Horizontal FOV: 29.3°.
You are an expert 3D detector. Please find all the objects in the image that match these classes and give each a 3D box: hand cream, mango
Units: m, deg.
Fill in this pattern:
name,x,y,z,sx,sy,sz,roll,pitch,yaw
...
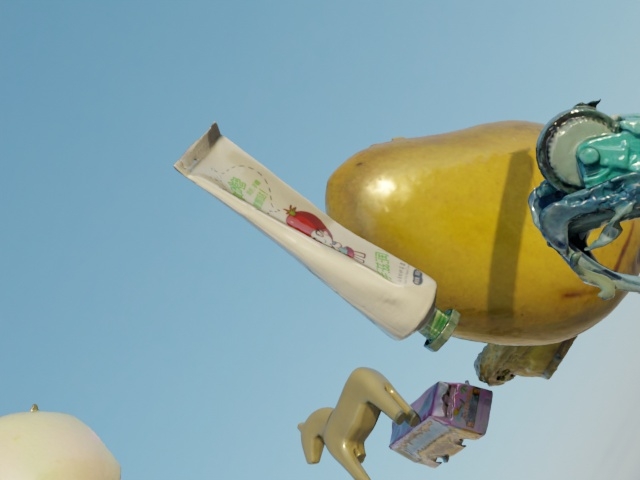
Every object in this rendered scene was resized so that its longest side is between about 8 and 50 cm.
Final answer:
name,x,y,z,sx,sy,sz,roll,pitch,yaw
hand cream,0.000,0.000,1.276,0.076,0.336,0.121,-50,8,25
mango,0.215,-0.019,1.590,0.220,0.445,0.301,-3,74,67

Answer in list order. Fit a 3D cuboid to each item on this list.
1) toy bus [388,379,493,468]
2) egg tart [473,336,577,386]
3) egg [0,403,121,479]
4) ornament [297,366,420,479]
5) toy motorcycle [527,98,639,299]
name,x,y,z,sx,sy,sz,roll,pitch,yaw
toy bus,0.207,0.319,2.128,0.274,0.112,0.090,122,163,-63
egg tart,0.363,0.133,2.008,0.294,0.123,0.294,-54,-9,-13
egg,-0.320,0.324,1.326,0.206,0.161,0.271,12,-92,-41
ornament,0.051,0.328,2.146,0.061,0.245,0.230,13,-70,-35
toy motorcycle,0.344,-0.044,1.232,0.154,0.260,0.206,-73,-22,-80
